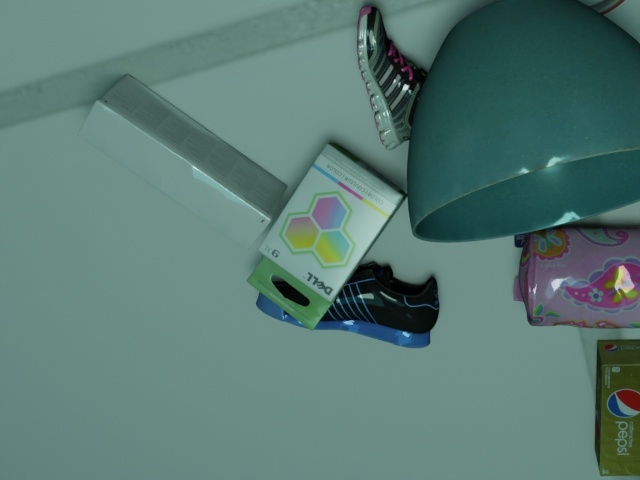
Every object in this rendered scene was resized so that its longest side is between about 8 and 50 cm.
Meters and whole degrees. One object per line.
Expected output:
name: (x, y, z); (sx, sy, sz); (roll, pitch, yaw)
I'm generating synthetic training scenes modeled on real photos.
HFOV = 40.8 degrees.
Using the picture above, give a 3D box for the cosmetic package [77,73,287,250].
cosmetic package: (-0.160, -0.093, 1.027); (0.239, 0.099, 0.060); (35, 117, -8)

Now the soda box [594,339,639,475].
soda box: (0.393, 0.220, 1.119); (0.061, 0.058, 0.181); (-3, 117, 11)

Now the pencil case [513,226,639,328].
pencil case: (0.372, 0.047, 1.003); (0.284, 0.124, 0.124); (0, 117, 10)

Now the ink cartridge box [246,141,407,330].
ink cartridge box: (0.000, 0.000, 1.025); (0.109, 0.062, 0.209); (36, 101, 6)

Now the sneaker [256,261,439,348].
sneaker: (0.036, 0.068, 1.096); (0.232, 0.081, 0.090); (10, 105, 4)

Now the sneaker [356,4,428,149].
sneaker: (0.088, -0.185, 0.959); (0.074, 0.063, 0.170); (-11, 120, 15)

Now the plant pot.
plant pot: (0.213, -0.131, 0.871); (0.290, 0.290, 0.195); (-16, 77, 17)

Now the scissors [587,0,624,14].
scissors: (0.382, -0.293, 0.859); (0.297, 0.021, 0.109); (-9, 132, 14)
